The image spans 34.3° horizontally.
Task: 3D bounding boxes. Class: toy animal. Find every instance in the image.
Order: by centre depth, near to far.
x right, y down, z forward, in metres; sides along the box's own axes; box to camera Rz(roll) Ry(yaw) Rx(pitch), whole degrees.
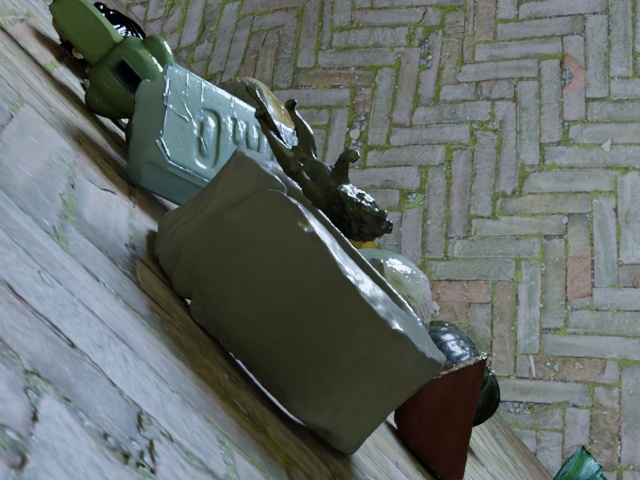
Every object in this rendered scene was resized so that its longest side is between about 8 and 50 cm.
[{"bbox_3d":[-0.011,-0.082,1.077,0.220,0.069,0.086,52,-16,9],"label":"toy animal"}]

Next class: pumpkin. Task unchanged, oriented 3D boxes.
[{"bbox_3d":[0.255,0.255,1.990,0.224,0.157,0.224,56,8,-12],"label":"pumpkin"}]

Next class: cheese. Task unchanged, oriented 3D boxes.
[{"bbox_3d":[-0.026,0.052,1.099,0.332,0.153,0.292,46,4,7],"label":"cheese"}]

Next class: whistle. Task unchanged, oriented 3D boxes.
[{"bbox_3d":[-0.249,-0.212,1.418,0.294,0.141,0.141,50,4,-1],"label":"whistle"}]

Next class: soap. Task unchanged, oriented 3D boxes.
[{"bbox_3d":[-0.121,-0.104,1.315,0.261,0.094,0.150,26,50,-38],"label":"soap"}]

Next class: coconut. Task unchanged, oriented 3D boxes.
[{"bbox_3d":[0.069,0.097,1.483,0.194,0.194,0.194,47,4,-5],"label":"coconut"}]

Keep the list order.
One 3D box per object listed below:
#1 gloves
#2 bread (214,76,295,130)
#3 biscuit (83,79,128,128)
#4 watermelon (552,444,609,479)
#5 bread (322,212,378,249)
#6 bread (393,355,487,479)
[{"bbox_3d":[-0.327,-0.296,1.594,0.164,0.124,0.203,24,-10,3],"label":"gloves"},{"bbox_3d":[-0.147,-0.196,1.897,0.176,0.195,0.246,54,7,30],"label":"bread"},{"bbox_3d":[-0.305,-0.195,1.535,0.120,0.015,0.120,45,3,-3],"label":"biscuit"},{"bbox_3d":[0.451,0.522,1.748,0.264,0.151,0.302,-67,132,-89],"label":"watermelon"},{"bbox_3d":[0.000,0.000,1.658,0.268,0.145,0.268,52,-8,11],"label":"bread"},{"bbox_3d":[0.158,0.245,1.440,0.119,0.192,0.067,10,-1,17],"label":"bread"}]
